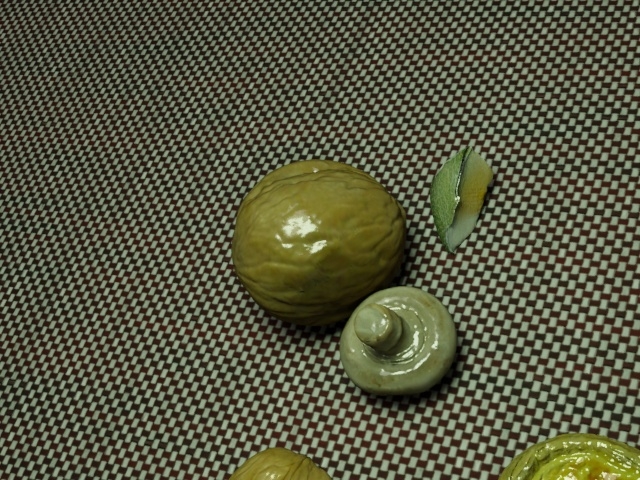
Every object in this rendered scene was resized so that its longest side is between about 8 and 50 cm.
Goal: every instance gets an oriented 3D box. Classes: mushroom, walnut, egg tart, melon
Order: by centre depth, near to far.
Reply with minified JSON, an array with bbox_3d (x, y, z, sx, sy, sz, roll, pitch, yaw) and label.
[{"bbox_3d":[0.398,0.407,1.665,0.279,0.095,0.279,-9,40,8],"label":"egg tart"},{"bbox_3d":[-0.074,0.449,1.805,0.193,0.193,0.225,26,68,35],"label":"walnut"},{"bbox_3d":[0.119,0.164,1.917,0.206,0.209,0.206,-36,31,26],"label":"mushroom"},{"bbox_3d":[0.000,0.000,2.018,0.333,0.333,0.332,-12,53,16],"label":"walnut"},{"bbox_3d":[0.254,-0.077,2.107,0.139,0.093,0.202,16,92,60],"label":"melon"}]
